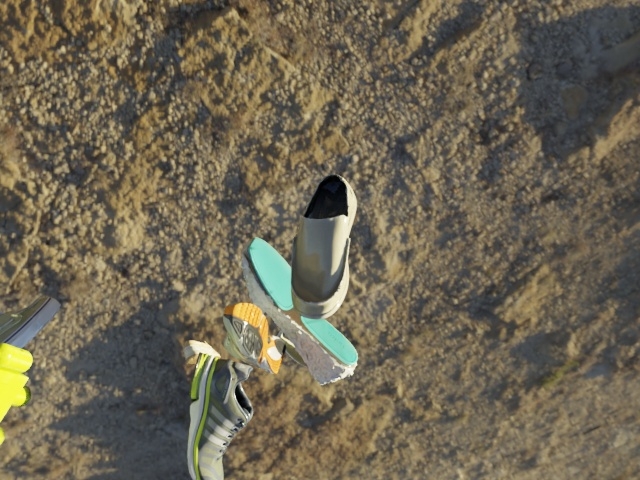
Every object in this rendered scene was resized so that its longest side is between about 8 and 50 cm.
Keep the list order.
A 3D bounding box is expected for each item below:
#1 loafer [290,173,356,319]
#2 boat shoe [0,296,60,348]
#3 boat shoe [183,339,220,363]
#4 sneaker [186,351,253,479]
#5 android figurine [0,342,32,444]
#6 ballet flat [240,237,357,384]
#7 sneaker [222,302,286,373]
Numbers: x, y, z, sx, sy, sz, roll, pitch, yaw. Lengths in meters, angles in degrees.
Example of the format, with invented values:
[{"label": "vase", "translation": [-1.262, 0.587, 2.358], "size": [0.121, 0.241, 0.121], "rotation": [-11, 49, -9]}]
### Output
[{"label": "loafer", "translation": [0.000, 0.000, 1.032], "size": [0.102, 0.268, 0.092], "rotation": [0, 147, 14]}, {"label": "boat shoe", "translation": [-0.674, 0.201, 1.322], "size": [0.109, 0.302, 0.094], "rotation": [-35, 104, 30]}, {"label": "boat shoe", "translation": [-0.309, 0.287, 1.621], "size": [0.063, 0.059, 0.170], "rotation": [-27, 162, 0]}, {"label": "sneaker", "translation": [-0.201, 0.376, 1.265], "size": [0.121, 0.111, 0.300], "rotation": [4, 105, 2]}, {"label": "android figurine", "translation": [-0.584, 0.282, 1.032], "size": [0.056, 0.248, 0.273], "rotation": [26, 162, 10]}, {"label": "ballet flat", "translation": [-0.081, 0.187, 1.510], "size": [0.147, 0.409, 0.147], "rotation": [-39, 178, -2]}, {"label": "sneaker", "translation": [-0.173, 0.215, 1.361], "size": [0.121, 0.099, 0.262], "rotation": [5, 147, 22]}]
